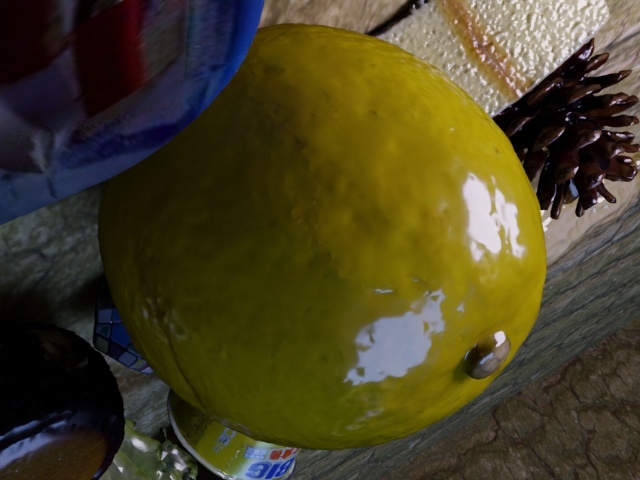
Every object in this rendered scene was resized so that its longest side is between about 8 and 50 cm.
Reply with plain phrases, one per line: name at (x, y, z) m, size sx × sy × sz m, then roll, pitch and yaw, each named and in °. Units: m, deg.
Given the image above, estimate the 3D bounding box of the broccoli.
broccoli at (-0.271, 0.280, 0.957) m, size 0.288 × 0.246 × 0.248 m, roll -11°, pitch -156°, yaw 37°

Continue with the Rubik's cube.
Rubik's cube at (-0.182, 0.080, 0.858) m, size 0.093 × 0.111 × 0.111 m, roll 6°, pitch 141°, yaw -16°

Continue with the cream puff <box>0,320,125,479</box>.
cream puff at (-0.304, 0.171, 0.775) m, size 0.239 × 0.165 × 0.239 m, roll -28°, pitch 151°, yaw -18°

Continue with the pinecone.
pinecone at (0.273, -0.120, 0.961) m, size 0.207 × 0.208 × 0.208 m, roll -28°, pitch 155°, yaw -14°

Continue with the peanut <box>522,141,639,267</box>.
peanut at (0.351, -0.062, 1.228) m, size 0.313 × 0.152 × 0.152 m, roll -33°, pitch 157°, yaw -19°

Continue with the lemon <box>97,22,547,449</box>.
lemon at (0.000, 0.000, 0.657) m, size 0.348 × 0.348 × 0.348 m, roll -28°, pitch 155°, yaw -14°

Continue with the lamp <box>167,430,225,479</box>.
lamp at (-0.173, 0.366, 1.326) m, size 0.161 × 0.161 × 0.185 m, roll -27°, pitch 153°, yaw -16°

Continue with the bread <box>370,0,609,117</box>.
bread at (0.140, -0.194, 0.850) m, size 0.240 × 0.135 × 0.178 m, roll -37°, pitch -170°, yaw 3°

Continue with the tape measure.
tape measure at (-0.160, -0.144, 0.420) m, size 0.262 × 0.138 × 0.259 m, roll -24°, pitch 155°, yaw -23°

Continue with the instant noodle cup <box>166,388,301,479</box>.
instant noodle cup at (-0.082, 0.198, 1.100) m, size 0.205 × 0.205 × 0.153 m, roll 2°, pitch 128°, yaw -53°
